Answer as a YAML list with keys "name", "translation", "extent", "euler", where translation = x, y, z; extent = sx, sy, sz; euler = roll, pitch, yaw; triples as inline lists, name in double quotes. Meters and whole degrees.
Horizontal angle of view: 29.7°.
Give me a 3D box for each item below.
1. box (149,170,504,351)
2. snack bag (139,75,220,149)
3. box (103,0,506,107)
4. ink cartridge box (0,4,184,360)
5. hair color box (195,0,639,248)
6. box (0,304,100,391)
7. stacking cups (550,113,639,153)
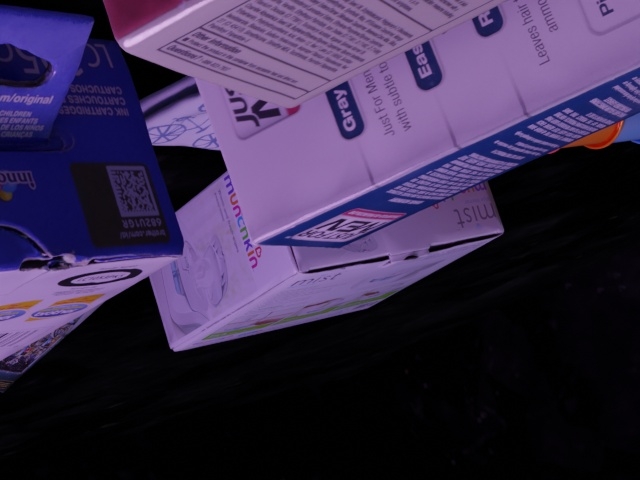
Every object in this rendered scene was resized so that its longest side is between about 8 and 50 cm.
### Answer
- name: "box"
  translation: [0.000, 0.000, 1.171]
  extent: [0.262, 0.126, 0.231]
  euler: [-10, 164, -38]
- name: "snack bag"
  translation: [0.081, -0.129, 0.875]
  extent: [0.323, 0.037, 0.343]
  euler: [-22, 169, 34]
- name: "box"
  translation: [0.032, -0.163, 0.470]
  extent: [0.232, 0.126, 0.149]
  euler: [-24, 167, 21]
- name: "ink cartridge box"
  translation: [-0.271, 0.002, 0.677]
  extent: [0.396, 0.151, 0.270]
  euler: [-26, 167, 36]
- name: "hair color box"
  translation: [0.103, -0.139, 0.579]
  extent: [0.347, 0.173, 0.105]
  euler: [-24, 169, 23]
- name: "box"
  translation: [-0.280, 0.062, 1.072]
  extent: [0.159, 0.044, 0.233]
  euler: [-41, 168, -1]
- name: "stacking cups"
  translation: [0.280, -0.136, 1.146]
  extent: [0.316, 0.096, 0.096]
  euler: [-7, 164, -29]
